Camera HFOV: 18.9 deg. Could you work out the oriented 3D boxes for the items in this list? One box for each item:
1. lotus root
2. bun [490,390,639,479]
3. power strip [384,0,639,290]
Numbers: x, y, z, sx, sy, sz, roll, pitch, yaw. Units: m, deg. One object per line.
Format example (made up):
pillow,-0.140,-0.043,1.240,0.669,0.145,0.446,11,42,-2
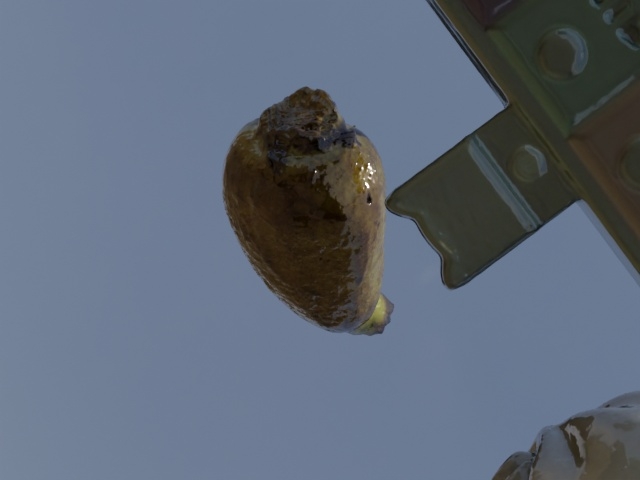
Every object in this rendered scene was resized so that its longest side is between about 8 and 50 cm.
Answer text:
lotus root,0.000,0.000,1.220,0.108,0.094,0.191,24,-38,41
bun,0.134,0.148,0.929,0.120,0.173,0.173,29,-39,15
power strip,0.092,-0.041,0.702,0.216,0.145,0.061,54,0,3
